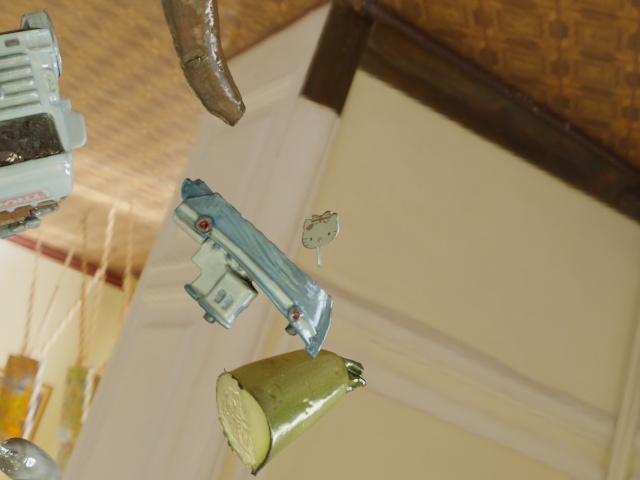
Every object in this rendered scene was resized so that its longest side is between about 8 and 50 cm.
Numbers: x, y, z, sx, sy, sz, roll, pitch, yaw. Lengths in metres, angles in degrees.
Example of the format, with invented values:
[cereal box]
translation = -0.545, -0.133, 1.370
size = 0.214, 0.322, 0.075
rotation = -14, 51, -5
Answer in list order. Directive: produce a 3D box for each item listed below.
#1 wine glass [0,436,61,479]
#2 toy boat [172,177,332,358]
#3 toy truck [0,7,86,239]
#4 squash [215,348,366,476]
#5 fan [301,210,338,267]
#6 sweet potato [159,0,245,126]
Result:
[wine glass]
translation = -0.450, 0.312, 1.507
size = 0.074, 0.074, 0.262
rotation = 14, 157, 19
[toy boat]
translation = -0.080, 0.040, 1.033
size = 0.215, 0.102, 0.088
rotation = 42, 179, -5
[toy truck]
translation = -0.284, -0.081, 0.878
size = 0.136, 0.162, 0.305
rotation = -16, -176, -19
[squash]
translation = -0.041, 0.198, 1.410
size = 0.137, 0.137, 0.287
rotation = 10, -160, 29
[fan]
translation = 0.000, 0.000, 1.352
size = 0.056, 0.083, 0.004
rotation = -17, -144, -24
[sweet potato]
translation = -0.142, -0.251, 1.176
size = 0.075, 0.075, 0.273
rotation = 10, 126, 30
